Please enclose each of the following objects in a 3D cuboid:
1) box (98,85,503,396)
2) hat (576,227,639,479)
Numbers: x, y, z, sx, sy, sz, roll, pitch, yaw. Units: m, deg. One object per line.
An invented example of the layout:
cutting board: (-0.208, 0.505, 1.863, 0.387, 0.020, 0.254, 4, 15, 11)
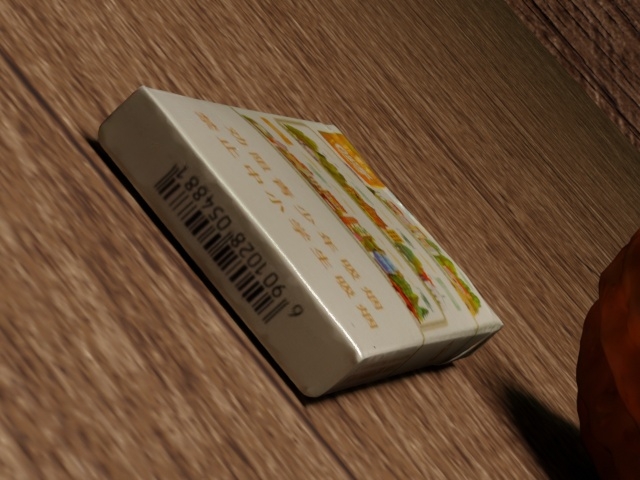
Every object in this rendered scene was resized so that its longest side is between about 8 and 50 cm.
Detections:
box: (0.001, -0.001, 0.733, 0.122, 0.032, 0.220, 49, 13, 11)
hat: (0.275, 0.143, 0.790, 0.285, 0.285, 0.400, 33, 33, -49)
